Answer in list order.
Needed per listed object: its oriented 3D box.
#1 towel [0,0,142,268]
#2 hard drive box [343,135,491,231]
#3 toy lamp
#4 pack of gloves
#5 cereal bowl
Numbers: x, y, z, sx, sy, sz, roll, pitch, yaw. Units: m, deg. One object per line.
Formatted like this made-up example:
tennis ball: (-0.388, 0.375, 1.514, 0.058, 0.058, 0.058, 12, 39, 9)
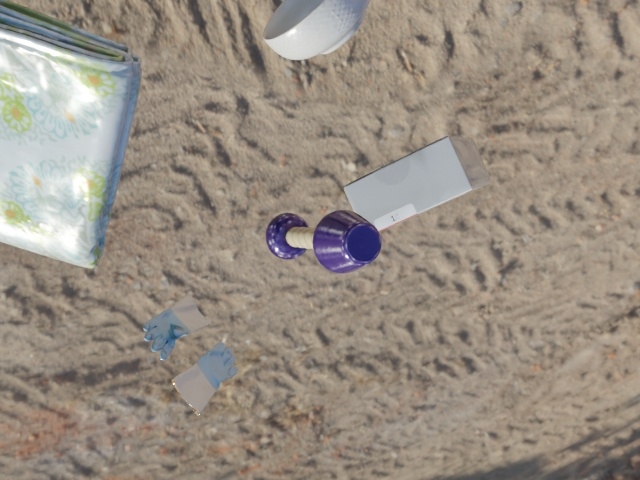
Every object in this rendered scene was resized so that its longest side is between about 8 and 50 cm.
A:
towel: (-0.432, -0.148, 0.954, 0.320, 0.090, 0.375, 21, 125, -5)
hard drive box: (0.165, -0.093, 1.135, 0.181, 0.089, 0.232, -25, 178, 23)
toy lamp: (0.000, 0.000, 0.904, 0.080, 0.080, 0.274, 0, -179, -19)
pack of gloves: (-0.239, 0.206, 1.368, 0.046, 0.195, 0.232, -38, -179, 19)
cereal bowl: (0.014, -0.596, 1.819, 0.339, 0.339, 0.141, -39, 119, 18)
